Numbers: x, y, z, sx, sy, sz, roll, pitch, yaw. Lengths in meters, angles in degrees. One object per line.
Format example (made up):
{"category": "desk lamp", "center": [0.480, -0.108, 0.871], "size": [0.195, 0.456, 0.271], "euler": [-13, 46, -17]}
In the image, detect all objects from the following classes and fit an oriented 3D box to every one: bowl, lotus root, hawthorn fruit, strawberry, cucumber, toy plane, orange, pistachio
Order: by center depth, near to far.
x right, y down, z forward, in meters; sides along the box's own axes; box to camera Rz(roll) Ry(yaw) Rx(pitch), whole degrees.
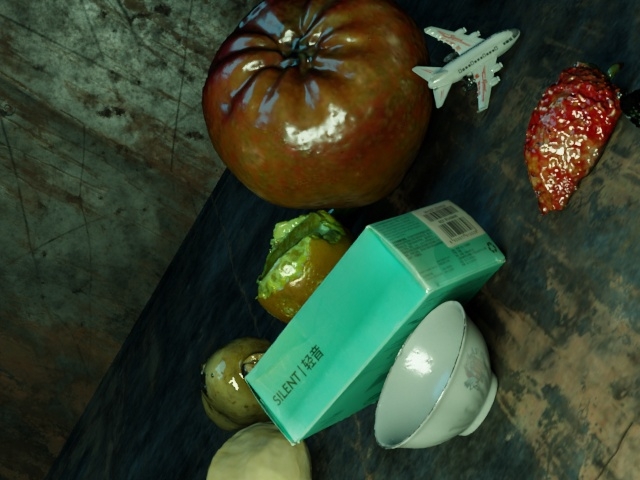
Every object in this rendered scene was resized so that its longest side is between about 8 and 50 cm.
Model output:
{"category": "cucumber", "center": [0.369, -0.145, 1.397], "size": [0.053, 0.053, 0.181], "euler": [-61, 12, 1]}
{"category": "bowl", "center": [0.147, 0.170, 1.487], "size": [0.189, 0.086, 0.189], "euler": [-57, 14, 22]}
{"category": "strawberry", "center": [0.295, -0.137, 1.570], "size": [0.192, 0.085, 0.140], "euler": [-56, 17, 26]}
{"category": "pistachio", "center": [-0.088, 0.345, 1.838], "size": [0.157, 0.157, 0.229], "euler": [-55, 3, 25]}
{"category": "toy plane", "center": [0.236, -0.280, 2.017], "size": [0.171, 0.162, 0.065], "euler": [-29, -16, -8]}
{"category": "orange", "center": [-0.012, 0.052, 2.113], "size": [0.179, 0.158, 0.237], "euler": [-53, 12, 7]}
{"category": "lotus root", "center": [-0.129, 0.240, 2.167], "size": [0.257, 0.154, 0.140], "euler": [126, 144, -55]}
{"category": "hawthorn fruit", "center": [0.005, -0.218, 2.192], "size": [0.402, 0.403, 0.403], "euler": [-55, 15, 23]}

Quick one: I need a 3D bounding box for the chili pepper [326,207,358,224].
{"category": "chili pepper", "center": [-0.004, -0.004, 2.390], "size": [0.257, 0.074, 0.100], "euler": [-52, 13, 17]}

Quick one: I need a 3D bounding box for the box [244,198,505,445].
{"category": "box", "center": [0.066, 0.101, 1.647], "size": [0.205, 0.118, 0.311], "euler": [-16, -30, -52]}
